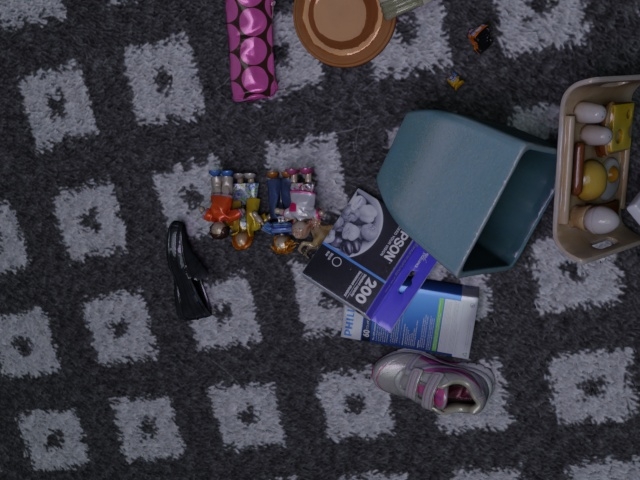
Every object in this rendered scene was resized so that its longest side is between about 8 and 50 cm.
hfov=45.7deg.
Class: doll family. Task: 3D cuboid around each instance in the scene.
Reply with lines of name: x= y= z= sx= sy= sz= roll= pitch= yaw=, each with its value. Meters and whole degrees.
doll family: x=-0.106 y=-0.054 z=1.518 sx=0.263 sy=0.118 sz=0.163 roll=0 pitch=87 yaw=15

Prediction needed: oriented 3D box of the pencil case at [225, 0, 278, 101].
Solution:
pencil case: x=-0.128 y=-0.371 z=1.447 sx=0.098 sy=0.095 sz=0.209 roll=-3 pitch=107 yaw=-4

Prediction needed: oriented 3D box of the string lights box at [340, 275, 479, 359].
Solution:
string lights box: x=0.178 y=0.144 z=1.524 sx=0.259 sy=0.077 sz=0.133 roll=9 pitch=106 yaw=10

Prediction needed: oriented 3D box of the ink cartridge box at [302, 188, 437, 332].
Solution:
ink cartridge box: x=0.104 y=0.038 z=1.473 sx=0.208 sy=0.045 sz=0.206 roll=32 pitch=84 yaw=11

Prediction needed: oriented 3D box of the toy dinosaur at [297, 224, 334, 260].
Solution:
toy dinosaur: x=0.000 y=0.000 z=1.548 sx=0.092 sy=0.053 sz=0.183 roll=-44 pitch=88 yaw=2

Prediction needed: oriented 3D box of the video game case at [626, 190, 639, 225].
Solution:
video game case: x=0.653 y=-0.046 z=1.315 sx=0.206 sy=0.227 sz=0.026 roll=50 pitch=152 yaw=-4

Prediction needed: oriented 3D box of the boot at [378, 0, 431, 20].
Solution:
boot: x=0.174 y=-0.507 z=1.347 sx=0.213 sy=0.077 sz=0.165 roll=-30 pitch=108 yaw=1

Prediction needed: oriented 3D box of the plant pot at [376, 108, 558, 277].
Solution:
plant pot: x=0.250 y=-0.109 z=1.352 sx=0.252 sy=0.247 sz=0.248 roll=35 pitch=112 yaw=29

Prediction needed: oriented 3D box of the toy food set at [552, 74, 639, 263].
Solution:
toy food set: x=0.503 y=-0.128 z=1.299 sx=0.092 sy=0.219 sz=0.306 roll=17 pitch=113 yaw=47

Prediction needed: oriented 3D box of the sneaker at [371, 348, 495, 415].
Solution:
sneaker: x=0.225 y=0.289 z=1.535 sx=0.252 sy=0.111 sz=0.103 roll=5 pitch=106 yaw=11

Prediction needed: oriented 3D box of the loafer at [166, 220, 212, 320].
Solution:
loafer: x=-0.275 y=0.064 z=1.607 sx=0.078 sy=0.076 sz=0.223 roll=-4 pitch=109 yaw=8

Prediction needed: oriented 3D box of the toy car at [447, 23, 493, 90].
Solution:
toy car: x=0.264 y=-0.341 z=1.386 sx=0.122 sy=0.060 sz=0.040 roll=-52 pitch=58 yaw=13

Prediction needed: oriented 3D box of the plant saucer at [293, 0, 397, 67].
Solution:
plant saucer: x=0.043 y=-0.424 z=1.420 sx=0.200 sy=0.037 sz=0.200 roll=3 pitch=106 yaw=12
